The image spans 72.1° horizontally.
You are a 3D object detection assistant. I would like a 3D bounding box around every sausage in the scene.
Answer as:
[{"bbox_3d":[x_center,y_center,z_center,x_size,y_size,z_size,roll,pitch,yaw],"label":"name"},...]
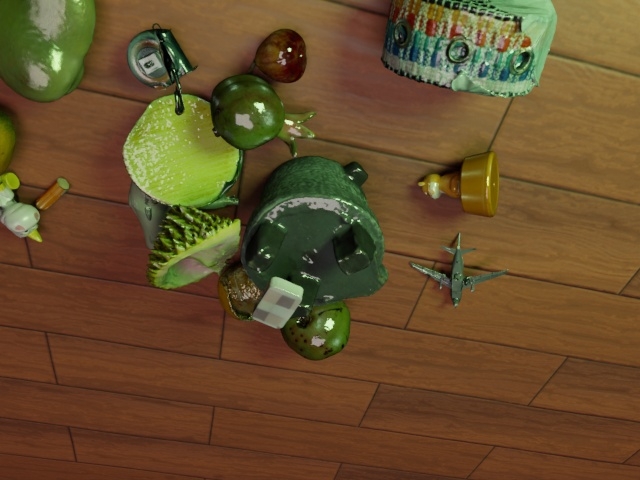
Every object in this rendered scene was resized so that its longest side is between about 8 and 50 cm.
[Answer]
[{"bbox_3d":[-0.603,-0.098,0.983,0.107,0.031,0.031,-34,118,22],"label":"sausage"}]

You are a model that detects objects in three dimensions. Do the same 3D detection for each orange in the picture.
[{"bbox_3d":[-0.173,0.126,1.074,0.156,0.134,0.157,-4,137,-4],"label":"orange"}]

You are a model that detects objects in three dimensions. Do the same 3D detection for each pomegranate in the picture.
[{"bbox_3d":[-0.011,0.207,1.123,0.179,0.210,0.179,0,89,-2],"label":"pomegranate"},{"bbox_3d":[-0.109,-0.226,0.818,0.191,0.152,0.131,10,120,-32],"label":"pomegranate"}]

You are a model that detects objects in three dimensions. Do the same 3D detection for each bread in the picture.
[{"bbox_3d":[-0.268,-0.174,0.874,0.228,0.033,0.229,-7,112,-17],"label":"bread"}]

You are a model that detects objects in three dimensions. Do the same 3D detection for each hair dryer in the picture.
[{"bbox_3d":[-0.328,-0.054,0.996,0.224,0.088,0.219,17,133,-28],"label":"hair dryer"}]

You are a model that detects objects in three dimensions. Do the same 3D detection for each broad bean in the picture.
[{"bbox_3d":[-0.478,-0.375,0.743,0.189,0.121,0.263,16,110,-5],"label":"broad bean"}]

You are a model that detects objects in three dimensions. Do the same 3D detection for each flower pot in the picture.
[{"bbox_3d":[0.000,0.000,0.884,0.298,0.283,0.299,1,125,1],"label":"flower pot"}]

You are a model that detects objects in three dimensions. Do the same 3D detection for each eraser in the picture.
[{"bbox_3d":[-0.078,0.113,0.790,0.065,0.026,0.105,23,130,-15],"label":"eraser"}]

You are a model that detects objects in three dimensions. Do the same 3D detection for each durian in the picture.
[{"bbox_3d":[-0.260,0.033,0.907,0.169,0.158,0.352,20,159,-10],"label":"durian"}]

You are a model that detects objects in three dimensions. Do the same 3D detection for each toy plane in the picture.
[{"bbox_3d":[0.334,0.089,1.076,0.225,0.058,0.226,4,127,18],"label":"toy plane"}]

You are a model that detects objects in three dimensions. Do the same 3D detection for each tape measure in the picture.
[{"bbox_3d":[-0.288,-0.288,0.758,0.107,0.180,0.104,-22,139,15],"label":"tape measure"}]

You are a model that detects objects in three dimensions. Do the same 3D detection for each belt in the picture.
[{"bbox_3d":[0.231,-0.322,0.692,0.257,0.207,0.150,11,128,3],"label":"belt"}]

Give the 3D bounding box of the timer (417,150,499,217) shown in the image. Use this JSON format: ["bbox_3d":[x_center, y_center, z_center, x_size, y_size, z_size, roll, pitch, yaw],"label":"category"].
[{"bbox_3d":[0.281,-0.113,0.911,0.152,0.132,0.132,2,130,29],"label":"timer"}]

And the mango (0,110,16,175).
[{"bbox_3d":[-0.707,-0.178,0.872,0.221,0.120,0.152,-17,112,2],"label":"mango"}]

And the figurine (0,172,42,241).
[{"bbox_3d":[-0.691,-0.065,0.985,0.129,0.109,0.178,-10,130,42],"label":"figurine"}]

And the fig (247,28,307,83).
[{"bbox_3d":[-0.087,-0.326,0.784,0.125,0.089,0.089,5,129,26],"label":"fig"}]
